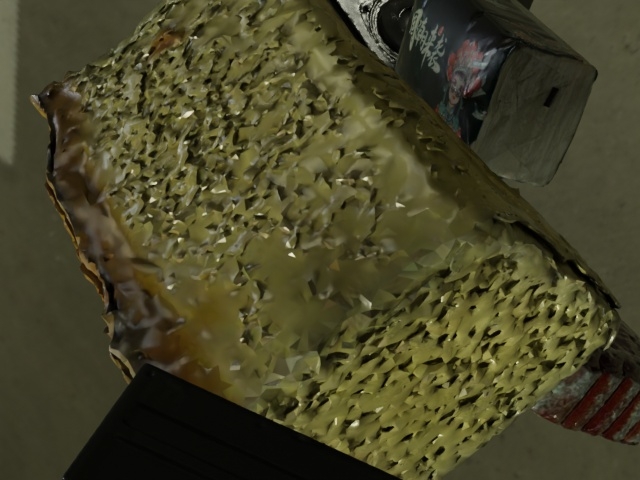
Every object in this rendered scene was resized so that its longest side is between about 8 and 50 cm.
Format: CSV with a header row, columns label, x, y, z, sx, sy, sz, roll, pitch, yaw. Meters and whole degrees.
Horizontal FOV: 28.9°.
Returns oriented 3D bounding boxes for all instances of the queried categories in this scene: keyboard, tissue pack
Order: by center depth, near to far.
label,x,y,z,sx,sy,sz,roll,pitch,yaw
keyboard,0.068,0.161,0.578,0.381,0.103,0.041,19,131,13
tissue pack,0.123,-0.126,0.920,0.170,0.091,0.103,-116,41,-57

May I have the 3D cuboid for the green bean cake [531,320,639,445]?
label,x,y,z,sx,sy,sz,roll,pitch,yaw
green bean cake,0.256,0.112,1.300,0.097,0.233,0.198,-54,42,16

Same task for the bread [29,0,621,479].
label,x,y,z,sx,sy,sz,roll,pitch,yaw
bread,0.000,0.000,0.819,0.279,0.248,0.315,36,-162,-43

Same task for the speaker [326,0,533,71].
label,x,y,z,sx,sy,sz,roll,pitch,yaw
speaker,0.129,-0.331,1.545,0.184,0.254,0.232,-16,123,39
